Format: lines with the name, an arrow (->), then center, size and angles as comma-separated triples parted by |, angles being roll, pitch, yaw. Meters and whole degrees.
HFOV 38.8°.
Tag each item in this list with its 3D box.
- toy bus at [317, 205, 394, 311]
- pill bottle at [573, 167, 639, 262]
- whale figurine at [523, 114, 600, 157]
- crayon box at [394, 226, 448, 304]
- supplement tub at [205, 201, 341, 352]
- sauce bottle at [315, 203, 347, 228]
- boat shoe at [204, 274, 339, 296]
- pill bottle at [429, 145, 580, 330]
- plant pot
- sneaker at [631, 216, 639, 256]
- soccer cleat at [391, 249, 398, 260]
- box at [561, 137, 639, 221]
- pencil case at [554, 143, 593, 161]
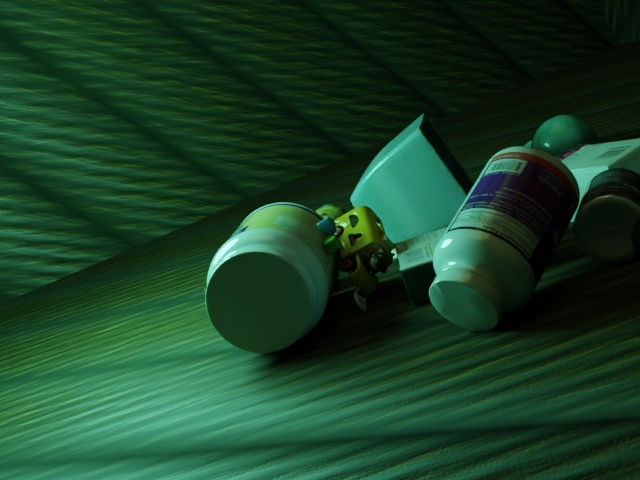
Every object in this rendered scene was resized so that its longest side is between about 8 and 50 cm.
toy bus -> 0.098, 0.023, 1.873 | 0.104, 0.202, 0.191 | -31, -2, 16
pill bottle -> 0.547, -0.058, 1.684 | 0.131, 0.130, 0.246 | -13, 14, 26
whale figurine -> 0.617, -0.261, 2.406 | 0.216, 0.141, 0.272 | -21, 12, -6
crayon box -> 0.317, 0.017, 1.817 | 0.323, 0.083, 0.203 | -19, 13, 6
supplement tub -> -0.092, 0.071, 1.837 | 0.241, 0.240, 0.331 | -17, 13, 12
sauce bottle -> 0.000, 0.000, 2.304 | 0.112, 0.111, 0.344 | -16, 15, 15
boat shoe -> -0.125, 0.073, 2.121 | 0.356, 0.130, 0.132 | -13, 14, 28
pill bottle -> 0.313, -0.002, 1.574 | 0.182, 0.181, 0.323 | -5, 40, 47
plant pot -> 0.219, -0.126, 2.239 | 0.252, 0.247, 0.247 | -35, 8, 16
sneaker -> 0.657, -0.008, 1.432 | 0.131, 0.112, 0.319 | -8, 5, -40
soccer cleat -> 0.175, 0.029, 2.102 | 0.036, 0.029, 0.083 | -16, 17, -4
box -> 0.596, -0.126, 1.923 | 0.181, 0.119, 0.182 | -29, 15, -35
pencil case -> 0.571, -0.166, 2.207 | 0.209, 0.095, 0.098 | -21, -3, -17
